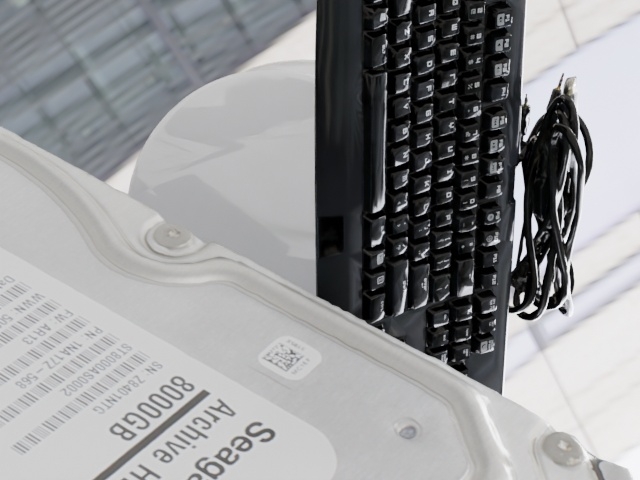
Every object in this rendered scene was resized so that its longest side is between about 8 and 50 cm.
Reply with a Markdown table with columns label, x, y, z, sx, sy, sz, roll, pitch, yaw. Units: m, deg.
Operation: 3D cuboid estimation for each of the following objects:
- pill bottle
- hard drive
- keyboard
| label | x | y | z | sx | sy | sz | roll | pitch | yaw |
| --- | --- | --- | --- | --- | --- | --- | --- | --- | --- |
| pill bottle | 0.000 | 0.000 | 0.676 | 0.136 | 0.246 | 0.136 | -1 | -95 | 9 |
| hard drive | -0.117 | 0.060 | 0.426 | 0.339 | 0.064 | 0.237 | 29 | -140 | 22 |
| keyboard | 0.047 | -0.010 | 0.483 | 0.100 | 0.192 | 0.038 | -20 | -143 | -28 |
